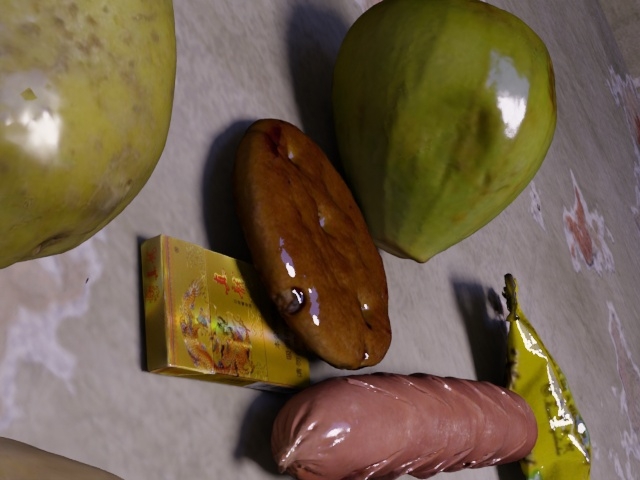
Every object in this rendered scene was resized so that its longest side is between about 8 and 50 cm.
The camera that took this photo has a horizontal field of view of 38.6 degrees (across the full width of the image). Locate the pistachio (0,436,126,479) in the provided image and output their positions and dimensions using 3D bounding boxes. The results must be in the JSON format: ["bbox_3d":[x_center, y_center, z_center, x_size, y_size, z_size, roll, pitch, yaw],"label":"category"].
[{"bbox_3d":[-0.121,0.146,0.356,0.226,0.136,0.135,43,41,-42],"label":"pistachio"}]

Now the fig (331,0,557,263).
[{"bbox_3d":[0.112,-0.103,0.812,0.207,0.207,0.230,20,58,-55],"label":"fig"}]

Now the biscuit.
[{"bbox_3d":[0.000,0.000,0.707,0.212,0.036,0.212,50,26,-36],"label":"biscuit"}]

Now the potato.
[{"bbox_3d":[-0.151,-0.101,0.415,0.197,0.149,0.228,-16,91,-74],"label":"potato"}]

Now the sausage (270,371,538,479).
[{"bbox_3d":[0.089,0.155,0.762,0.433,0.088,0.087,15,63,-57],"label":"sausage"}]

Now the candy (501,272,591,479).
[{"bbox_3d":[0.241,0.187,0.993,0.187,0.081,0.297,43,36,-78],"label":"candy"}]

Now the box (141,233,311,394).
[{"bbox_3d":[-0.060,0.055,0.619,0.156,0.022,0.089,25,52,-54],"label":"box"}]
